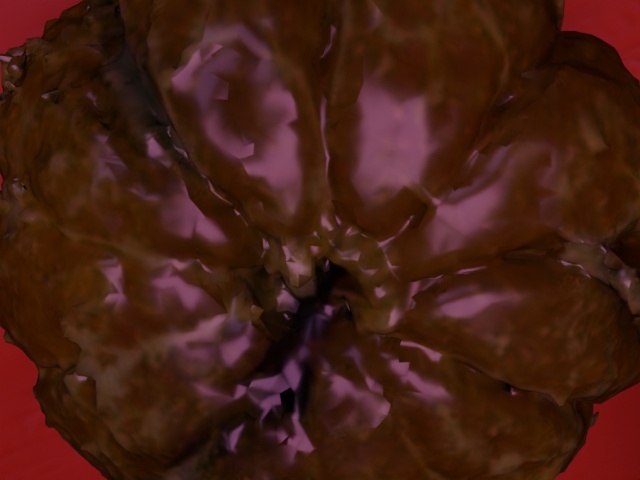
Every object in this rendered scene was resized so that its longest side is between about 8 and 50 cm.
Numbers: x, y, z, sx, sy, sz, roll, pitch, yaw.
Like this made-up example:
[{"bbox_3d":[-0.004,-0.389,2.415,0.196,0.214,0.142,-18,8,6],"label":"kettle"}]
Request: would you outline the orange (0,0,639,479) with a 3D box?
[{"bbox_3d":[0.000,0.000,0.444,0.301,0.223,0.300,-38,95,10],"label":"orange"}]
